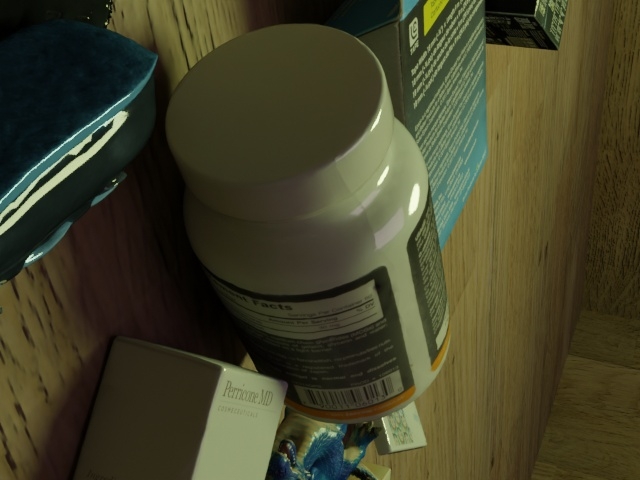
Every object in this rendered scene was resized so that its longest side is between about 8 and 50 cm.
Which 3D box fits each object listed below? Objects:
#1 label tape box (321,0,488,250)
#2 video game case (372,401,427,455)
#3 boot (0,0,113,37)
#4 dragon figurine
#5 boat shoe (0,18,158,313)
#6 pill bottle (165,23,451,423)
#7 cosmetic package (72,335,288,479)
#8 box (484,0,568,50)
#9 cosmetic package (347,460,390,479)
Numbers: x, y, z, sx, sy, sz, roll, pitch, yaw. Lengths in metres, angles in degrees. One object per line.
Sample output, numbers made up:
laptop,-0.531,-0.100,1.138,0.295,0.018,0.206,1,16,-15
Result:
label tape box,0.070,-0.157,0.805,0.240,0.106,0.333,-57,148,-45
video game case,0.071,0.157,0.981,0.157,0.019,0.143,27,44,-68
boot,-0.128,-0.140,0.402,0.099,0.045,0.121,-16,122,-64
dragon figurine,-0.010,0.212,0.806,0.289,0.085,0.144,69,38,-52
boat shoe,-0.143,0.005,0.338,0.258,0.109,0.089,-39,154,-43
pill bottle,0.000,0.000,0.626,0.278,0.162,0.162,72,35,-51
cosmetic package,-0.101,0.186,0.571,0.117,0.086,0.231,36,68,-67
box,0.176,-0.262,0.963,0.180,0.147,0.077,-1,102,-67
cosmetic package,0.041,0.308,1.038,0.115,0.041,0.060,-32,129,-62
